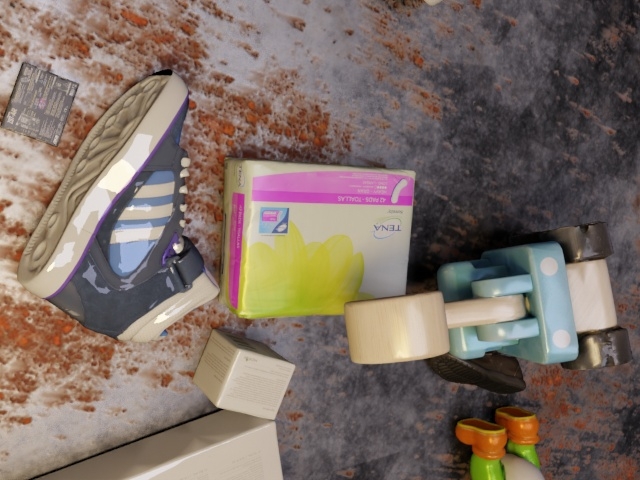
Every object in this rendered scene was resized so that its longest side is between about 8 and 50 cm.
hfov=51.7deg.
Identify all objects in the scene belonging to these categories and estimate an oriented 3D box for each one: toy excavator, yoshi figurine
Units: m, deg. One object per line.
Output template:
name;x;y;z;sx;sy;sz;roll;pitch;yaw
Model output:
toy excavator;0.247;0.110;1.016;0.446;0.433;0.222;-9;87;-4
yoshi figurine;0.345;0.513;1.274;0.203;0.204;0.361;-6;88;-70

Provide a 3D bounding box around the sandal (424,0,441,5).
sandal;0.028;-0.456;0.903;0.102;0.169;0.416;-37;125;26

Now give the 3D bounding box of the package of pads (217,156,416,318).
package of pads;0.000;0.000;0.979;0.297;0.101;0.229;-1;99;-30

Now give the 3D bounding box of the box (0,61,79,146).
box;-0.338;-0.163;0.796;0.067;0.018;0.083;18;90;-32

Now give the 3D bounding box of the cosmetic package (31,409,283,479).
cosmetic package;-0.230;0.425;0.927;0.378;0.097;0.284;-14;105;-27

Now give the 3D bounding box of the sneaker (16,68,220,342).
sneaker;-0.205;-0.025;0.852;0.236;0.130;0.322;38;75;-40

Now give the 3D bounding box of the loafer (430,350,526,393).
loafer;0.287;0.224;1.219;0.220;0.080;0.078;25;54;-31

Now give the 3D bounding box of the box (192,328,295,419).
box;-0.111;0.192;0.950;0.102;0.101;0.087;24;87;-32
